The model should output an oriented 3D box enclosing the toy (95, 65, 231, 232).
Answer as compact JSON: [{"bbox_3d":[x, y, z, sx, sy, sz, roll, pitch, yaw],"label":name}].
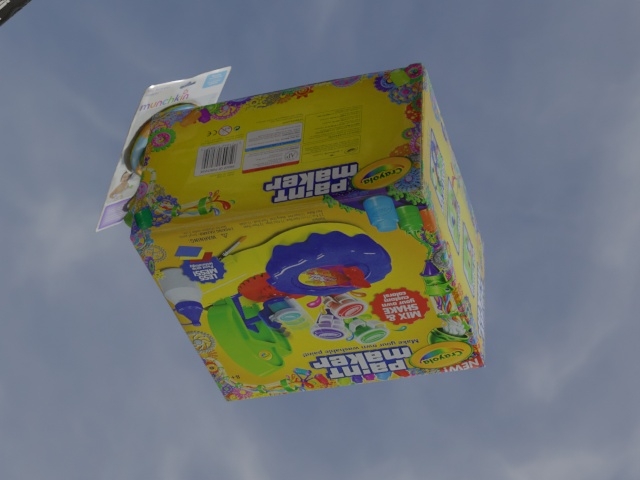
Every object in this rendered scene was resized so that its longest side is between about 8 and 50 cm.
[{"bbox_3d":[-0.183,-0.098,1.779,0.056,0.137,0.237,48,-47,19],"label":"toy"}]

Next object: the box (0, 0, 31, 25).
[{"bbox_3d":[-0.437,-0.335,1.722,0.216,0.060,0.270,-36,-131,15],"label":"box"}]

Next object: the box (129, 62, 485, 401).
[{"bbox_3d":[0.000,0.000,1.488,0.290,0.177,0.279,-10,-43,15],"label":"box"}]
